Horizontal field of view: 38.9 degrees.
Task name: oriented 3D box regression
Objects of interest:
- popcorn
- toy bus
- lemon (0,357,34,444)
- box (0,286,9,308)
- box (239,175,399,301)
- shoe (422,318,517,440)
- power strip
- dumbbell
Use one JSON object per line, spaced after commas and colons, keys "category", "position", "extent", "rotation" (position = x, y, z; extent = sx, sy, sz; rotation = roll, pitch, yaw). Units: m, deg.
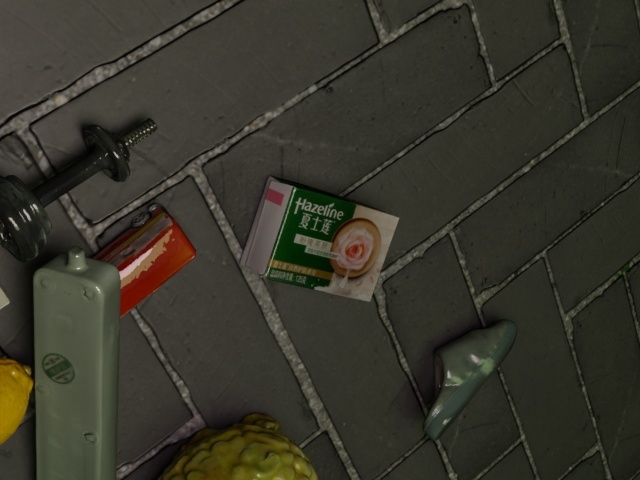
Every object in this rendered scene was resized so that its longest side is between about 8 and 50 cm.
{"category": "popcorn", "position": [-0.122, 0.355, 1.269], "extent": [0.206, 0.251, 0.237], "rotation": [40, 118, -14]}
{"category": "toy bus", "position": [-0.240, 0.038, 1.142], "extent": [0.174, 0.077, 0.079], "rotation": [-40, 123, -16]}
{"category": "lemon", "position": [-0.408, 0.196, 1.064], "extent": [0.155, 0.114, 0.114], "rotation": [-31, 121, -25]}
{"category": "box", "position": [-0.499, 0.069, 0.987], "extent": [0.256, 0.069, 0.164], "rotation": [-36, 122, -19]}
{"category": "box", "position": [0.000, 0.000, 1.290], "extent": [0.199, 0.081, 0.135], "rotation": [13, 98, -38]}
{"category": "shoe", "position": [0.231, 0.215, 1.515], "extent": [0.100, 0.103, 0.251], "rotation": [37, 65, 6]}
{"category": "power strip", "position": [-0.295, 0.178, 1.103], "extent": [0.062, 0.091, 0.385], "rotation": [-55, 156, -61]}
{"category": "dumbbell", "position": [-0.295, -0.071, 1.058], "extent": [0.254, 0.110, 0.110], "rotation": [-38, 123, -24]}
